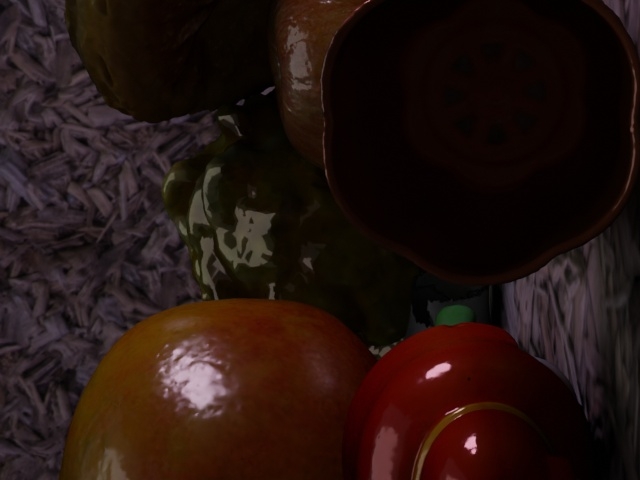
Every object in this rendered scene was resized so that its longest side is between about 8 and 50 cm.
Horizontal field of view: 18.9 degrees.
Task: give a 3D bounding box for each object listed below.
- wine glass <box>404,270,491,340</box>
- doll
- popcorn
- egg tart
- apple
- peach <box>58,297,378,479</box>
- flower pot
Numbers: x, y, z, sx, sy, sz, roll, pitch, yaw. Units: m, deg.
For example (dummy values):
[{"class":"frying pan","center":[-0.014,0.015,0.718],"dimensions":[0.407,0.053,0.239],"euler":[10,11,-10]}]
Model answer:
[{"class":"wine glass","center":[0.110,0.123,1.644],"dimensions":[0.079,0.079,0.196],"euler":[-102,10,-67]},{"class":"doll","center":[0.097,0.148,1.265],"dimensions":[0.363,0.160,0.183],"euler":[-130,40,-83]},{"class":"popcorn","center":[-0.004,0.010,1.843],"dimensions":[0.325,0.290,0.321],"euler":[161,111,-66]},{"class":"egg tart","center":[-0.070,-0.312,1.712],"dimensions":[0.178,0.443,0.443],"euler":[44,152,26]},{"class":"apple","center":[0.051,-0.155,1.622],"dimensions":[0.211,0.187,0.211],"euler":[175,90,-87]},{"class":"peach","center":[-0.056,0.193,1.519],"dimensions":[0.308,0.307,0.332],"euler":[93,-172,-45]},{"class":"flower pot","center":[0.097,-0.080,1.148],"dimensions":[0.173,0.190,0.191],"euler":[-56,-34,-79]}]
